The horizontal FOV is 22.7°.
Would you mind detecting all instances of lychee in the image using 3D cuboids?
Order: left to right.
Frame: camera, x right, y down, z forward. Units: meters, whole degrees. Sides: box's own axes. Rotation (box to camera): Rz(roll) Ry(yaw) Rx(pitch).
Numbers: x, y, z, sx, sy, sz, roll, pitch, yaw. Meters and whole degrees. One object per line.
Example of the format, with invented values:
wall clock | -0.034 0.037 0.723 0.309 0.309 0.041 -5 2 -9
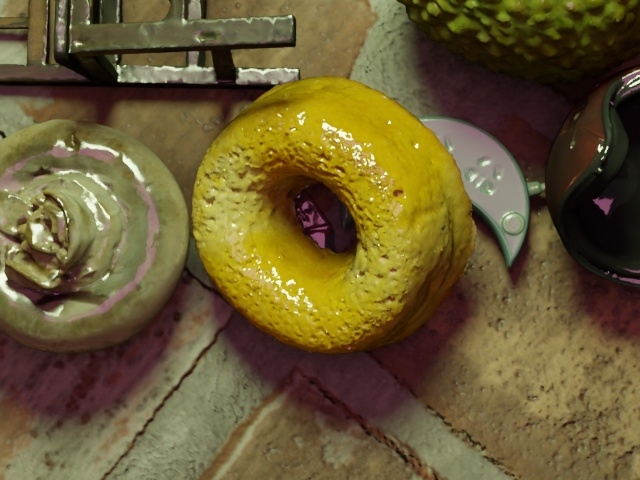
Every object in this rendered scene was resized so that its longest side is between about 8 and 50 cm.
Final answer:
lychee | 0.209 -0.275 1.495 0.319 0.270 0.270 -5 84 5

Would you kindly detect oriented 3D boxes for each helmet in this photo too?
helmet | 0.310 -0.063 1.500 0.189 0.193 0.216 27 99 -10

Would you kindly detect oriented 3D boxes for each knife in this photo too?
knife | 0.000 0.000 1.590 0.035 0.018 0.247 -34 83 1

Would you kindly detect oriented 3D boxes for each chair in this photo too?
chair | -0.227 -0.253 1.509 0.416 0.240 0.203 0 87 1

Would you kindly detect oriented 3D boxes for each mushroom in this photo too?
mushroom | -0.238 -0.007 1.517 0.226 0.178 0.227 -1 75 5

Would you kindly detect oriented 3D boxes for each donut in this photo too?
donut | -0.002 -0.015 1.510 0.277 0.108 0.278 5 104 22

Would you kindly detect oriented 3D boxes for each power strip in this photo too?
power strip | 0.132 -0.052 1.579 0.216 0.044 0.137 11 84 3
